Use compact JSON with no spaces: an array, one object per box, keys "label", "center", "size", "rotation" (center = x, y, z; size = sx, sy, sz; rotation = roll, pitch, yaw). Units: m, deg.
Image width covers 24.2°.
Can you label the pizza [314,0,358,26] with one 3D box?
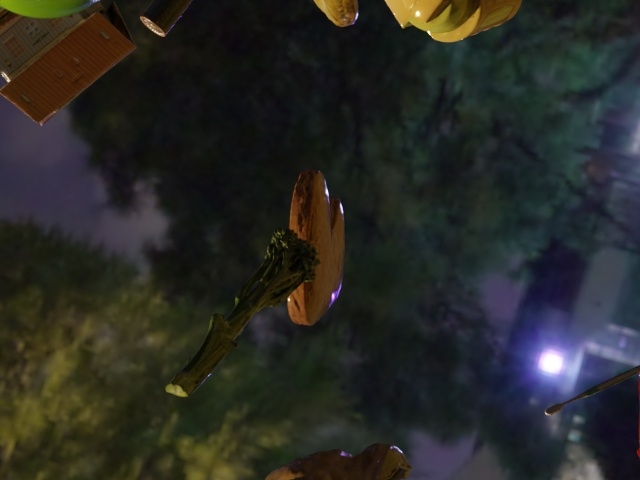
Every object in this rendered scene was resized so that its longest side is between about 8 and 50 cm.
[{"label":"pizza","center":[-0.034,-0.282,1.127],"size":[0.262,0.034,0.181],"rotation":[64,180,-8]}]

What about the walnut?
[{"label":"walnut","center":[-0.013,0.303,1.541],"size":[0.238,0.141,0.204],"rotation":[-65,-14,7]}]

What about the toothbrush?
[{"label":"toothbrush","center":[0.411,0.222,2.218],"size":[0.011,0.167,0.014],"rotation":[66,-176,28]}]

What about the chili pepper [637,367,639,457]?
[{"label":"chili pepper","center":[0.406,0.167,1.654],"size":[0.110,0.110,0.387],"rotation":[89,-170,-46]}]

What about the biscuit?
[{"label":"biscuit","center":[0.001,0.000,1.750],"size":[0.192,0.036,0.186],"rotation":[-43,-43,-71]}]

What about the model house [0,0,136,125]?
[{"label":"model house","center":[-0.296,-0.250,1.775],"size":[0.219,0.136,0.207],"rotation":[-36,9,9]}]

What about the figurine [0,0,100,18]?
[{"label":"figurine","center":[-0.202,-0.297,1.326],"size":[0.263,0.143,0.162],"rotation":[-38,9,-16]}]

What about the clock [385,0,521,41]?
[{"label":"clock","center":[0.246,-0.444,2.133],"size":[0.244,0.200,0.317],"rotation":[-31,-10,-48]}]

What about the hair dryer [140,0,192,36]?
[{"label":"hair dryer","center":[-0.243,-0.401,2.085],"size":[0.173,0.195,0.050],"rotation":[-53,-15,-12]}]

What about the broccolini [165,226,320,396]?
[{"label":"broccolini","center":[-0.066,0.073,1.385],"size":[0.216,0.058,0.067],"rotation":[-54,-15,-41]}]
